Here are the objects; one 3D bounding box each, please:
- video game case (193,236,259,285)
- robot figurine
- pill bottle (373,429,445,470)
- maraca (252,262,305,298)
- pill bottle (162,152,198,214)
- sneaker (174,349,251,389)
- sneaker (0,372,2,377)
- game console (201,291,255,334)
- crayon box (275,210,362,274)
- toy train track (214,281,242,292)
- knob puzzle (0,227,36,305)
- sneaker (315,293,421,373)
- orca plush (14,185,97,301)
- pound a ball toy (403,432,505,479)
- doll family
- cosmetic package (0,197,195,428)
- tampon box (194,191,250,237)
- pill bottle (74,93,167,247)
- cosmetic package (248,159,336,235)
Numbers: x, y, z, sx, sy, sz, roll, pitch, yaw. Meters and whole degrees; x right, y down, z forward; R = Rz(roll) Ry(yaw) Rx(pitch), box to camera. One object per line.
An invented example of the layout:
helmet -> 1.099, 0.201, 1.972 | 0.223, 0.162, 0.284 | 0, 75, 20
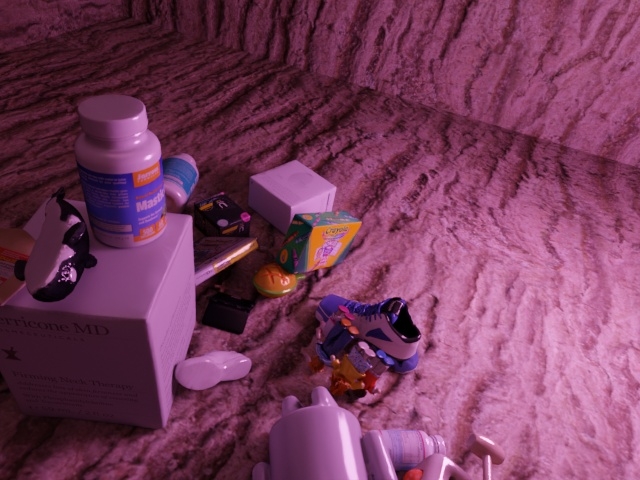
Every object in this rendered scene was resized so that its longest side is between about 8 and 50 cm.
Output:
video game case -> -0.357, 0.054, 1.412 | 0.275, 0.035, 0.248 | 2, 27, 43
robot figurine -> 0.001, 0.479, 0.960 | 0.300, 0.199, 0.353 | -22, 41, 10
pill bottle -> 0.198, 0.479, 1.093 | 0.160, 0.087, 0.087 | 4, 40, -8
maraca -> -0.125, 0.114, 1.450 | 0.127, 0.099, 0.186 | 29, 31, 20
pill bottle -> -0.521, -0.207, 1.702 | 0.147, 0.146, 0.264 | 9, 40, -2
sneaker -> -0.277, 0.306, 1.176 | 0.094, 0.080, 0.212 | 28, 10, 38
sneaker -> -0.722, 0.263, 1.162 | 0.071, 0.066, 0.188 | 15, 40, 4
game console -> -0.261, 0.207, 1.374 | 0.122, 0.071, 0.107 | 15, 10, 4
crayon box -> 0.000, 0.000, 1.488 | 0.081, 0.165, 0.279 | 35, 24, 27
toy train track -> -0.277, 0.148, 1.440 | 0.084, 0.014, 0.048 | 12, 32, -8
knob puzzle -> -0.602, 0.038, 0.871 | 0.213, 0.029, 0.213 | 15, 31, -9
sneaker -> 0.153, 0.212, 1.327 | 0.316, 0.182, 0.127 | 29, 42, 20
orca plush -> -0.474, 0.023, 0.890 | 0.151, 0.102, 0.287 | -44, 43, -6
pound a ball toy -> 0.223, 0.515, 0.913 | 0.136, 0.208, 0.319 | 38, 32, 7
doll family -> 0.047, 0.297, 1.230 | 0.118, 0.163, 0.263 | 12, 29, -49
cosmetic package -> -0.481, 0.165, 1.077 | 0.330, 0.393, 0.327 | 7, 40, -3
tampon box -> -0.332, -0.067, 1.611 | 0.121, 0.101, 0.161 | -27, 53, -36
pill bottle -> -0.385, -0.132, 0.929 | 0.153, 0.271, 0.152 | 6, 40, -5
cosmetic package -> -0.106, -0.159, 1.743 | 0.225, 0.138, 0.224 | -27, 52, -38
